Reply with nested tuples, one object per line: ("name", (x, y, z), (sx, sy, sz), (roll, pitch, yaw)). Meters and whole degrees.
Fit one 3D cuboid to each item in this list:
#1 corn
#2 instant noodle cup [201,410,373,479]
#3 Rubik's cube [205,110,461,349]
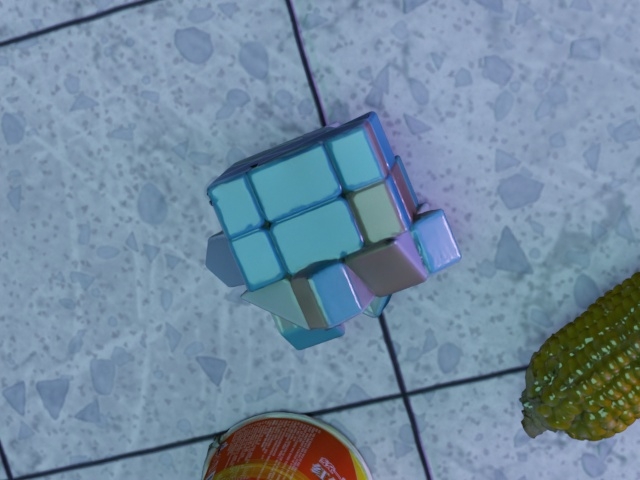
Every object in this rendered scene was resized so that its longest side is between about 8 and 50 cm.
("corn", (0.349, 0.094, 1.720), (0.347, 0.130, 0.130), (-38, 92, 14))
("instant noodle cup", (-0.056, 0.315, 1.840), (0.213, 0.174, 0.213), (3, 104, 12))
("Rubik's cube", (0.000, 0.000, 1.732), (0.265, 0.224, 0.213), (-21, 99, 11))
